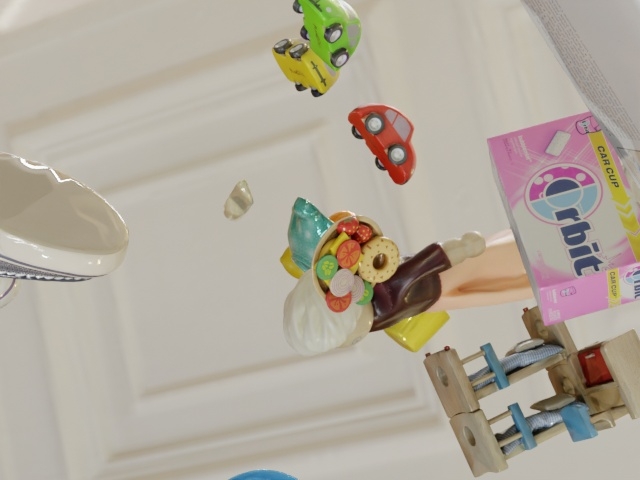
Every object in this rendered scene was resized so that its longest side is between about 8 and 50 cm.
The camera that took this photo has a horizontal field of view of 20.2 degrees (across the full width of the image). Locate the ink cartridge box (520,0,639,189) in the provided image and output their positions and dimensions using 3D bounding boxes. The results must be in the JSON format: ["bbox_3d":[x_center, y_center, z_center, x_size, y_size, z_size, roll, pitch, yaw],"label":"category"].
[{"bbox_3d":[0.217,-0.161,0.744,0.309,0.272,0.130,56,-8,-13],"label":"ink cartridge box"}]

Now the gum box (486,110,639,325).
[{"bbox_3d":[0.224,-0.027,1.611,0.062,0.107,0.188,73,2,-53],"label":"gum box"}]

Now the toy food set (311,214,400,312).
[{"bbox_3d":[0.026,0.020,1.527,0.082,0.020,0.083,-51,131,-13],"label":"toy food set"}]

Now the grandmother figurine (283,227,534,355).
[{"bbox_3d":[0.102,0.050,1.906,0.342,0.208,0.104,-16,65,-39],"label":"grandmother figurine"}]

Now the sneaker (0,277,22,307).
[{"bbox_3d":[-0.434,-0.051,1.964,0.282,0.102,0.161,56,3,19],"label":"sneaker"}]

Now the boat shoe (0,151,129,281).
[{"bbox_3d":[-0.351,0.001,1.666,0.127,0.340,0.158,-68,177,-56],"label":"boat shoe"}]

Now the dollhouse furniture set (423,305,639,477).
[{"bbox_3d":[0.204,0.129,1.676,0.129,0.183,0.129,-23,86,-21],"label":"dollhouse furniture set"}]

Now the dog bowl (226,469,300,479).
[{"bbox_3d":[-0.119,0.360,1.850,0.297,0.074,0.166,-35,92,-20],"label":"dog bowl"}]

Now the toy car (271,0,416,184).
[{"bbox_3d":[0.023,-0.192,1.915,0.239,0.053,0.225,45,-15,29],"label":"toy car"}]

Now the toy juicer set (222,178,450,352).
[{"bbox_3d":[0.000,0.000,2.171,0.329,0.209,0.089,40,80,-23],"label":"toy juicer set"}]

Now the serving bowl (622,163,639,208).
[{"bbox_3d":[0.319,-0.054,1.667,0.027,0.083,0.083,94,-2,-64],"label":"serving bowl"}]
